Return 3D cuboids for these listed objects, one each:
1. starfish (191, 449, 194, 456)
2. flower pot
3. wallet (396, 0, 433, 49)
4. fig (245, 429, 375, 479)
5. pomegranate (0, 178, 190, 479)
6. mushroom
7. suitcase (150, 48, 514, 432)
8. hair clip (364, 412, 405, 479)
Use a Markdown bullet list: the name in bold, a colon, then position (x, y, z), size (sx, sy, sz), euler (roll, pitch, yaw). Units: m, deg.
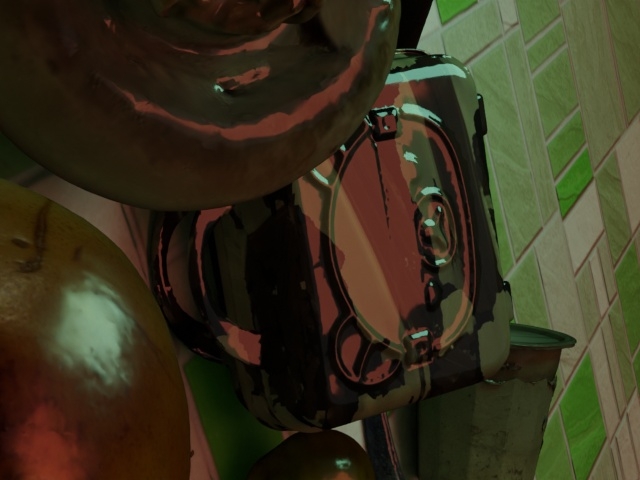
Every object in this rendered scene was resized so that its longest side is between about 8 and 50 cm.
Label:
- **starfish**: position (-0.135, 0.216, 1.047), size (0.086, 0.016, 0.092), euler (10, 79, -57)
- **flower pot**: position (0.204, 0.204, 1.461), size (0.212, 0.212, 0.203), euler (-3, 95, -60)
- **wallet**: position (0.060, -0.310, 1.246), size (0.049, 0.229, 0.182), euler (-35, 77, -18)
- **fig**: position (-0.010, 0.255, 1.144), size (0.136, 0.120, 0.153), euler (-13, 109, -23)
- **pomegranate**: position (-0.215, 0.127, 0.674), size (0.319, 0.319, 0.319), euler (16, 72, -58)
- **mushroom**: position (-0.094, -0.202, 0.860), size (0.362, 0.294, 0.362), euler (2, 86, -28)
- **suitcase**: position (0.000, 0.000, 1.132), size (0.339, 0.194, 0.352), euler (-14, 97, -32)
- **hair clip**: position (0.092, 0.286, 1.397), size (0.083, 0.048, 0.275), euler (-38, 117, -51)
